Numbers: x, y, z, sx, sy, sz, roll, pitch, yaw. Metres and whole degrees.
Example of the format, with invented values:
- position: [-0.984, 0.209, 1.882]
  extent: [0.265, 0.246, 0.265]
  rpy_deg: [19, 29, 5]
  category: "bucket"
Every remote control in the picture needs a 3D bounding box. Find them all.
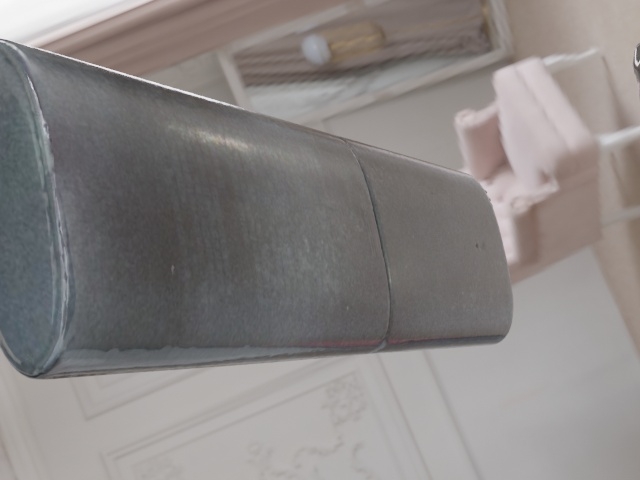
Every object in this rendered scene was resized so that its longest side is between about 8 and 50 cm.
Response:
- position: [0.000, 0.000, 0.485]
  extent: [0.377, 0.044, 0.107]
  rpy_deg: [6, -106, -61]
  category: "remote control"

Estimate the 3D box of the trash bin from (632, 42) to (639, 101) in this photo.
- position: [0.201, 0.009, 0.162]
  extent: [0.262, 0.277, 0.217]
  rpy_deg: [-74, -17, -56]
  category: "trash bin"
